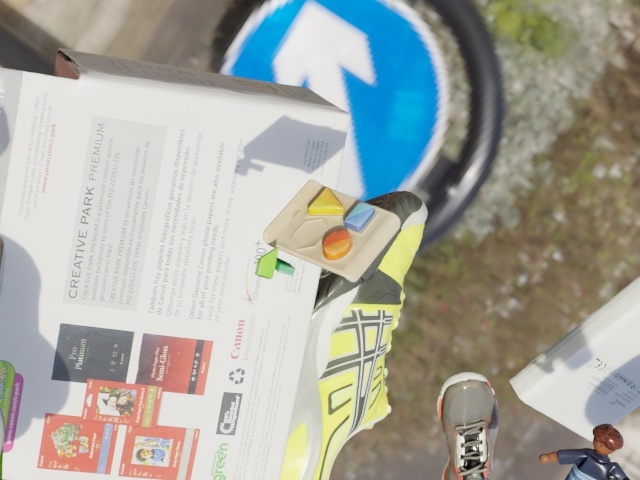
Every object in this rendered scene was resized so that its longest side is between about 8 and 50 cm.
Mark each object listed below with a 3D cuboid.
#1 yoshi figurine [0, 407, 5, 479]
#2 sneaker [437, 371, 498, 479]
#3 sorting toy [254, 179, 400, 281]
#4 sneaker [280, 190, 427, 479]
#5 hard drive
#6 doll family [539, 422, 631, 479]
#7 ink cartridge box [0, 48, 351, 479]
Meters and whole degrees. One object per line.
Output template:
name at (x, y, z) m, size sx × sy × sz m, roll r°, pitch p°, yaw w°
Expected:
yoshi figurine at (-0.271, 0.062, 0.787) m, size 0.203 × 0.362 × 0.203 m, roll -33°, pitch -172°, yaw -27°
sneaker at (0.149, 0.204, 1.526) m, size 0.065 × 0.061 × 0.158 m, roll -104°, pitch -172°, yaw -64°
sorting toy at (0.000, 0.000, 0.886) m, size 0.083 × 0.062 × 0.012 m, roll -49°, pitch 156°, yaw -37°
sneaker at (0.014, 0.117, 1.671) m, size 0.385 × 0.147 × 0.145 m, roll -58°, pitch -157°, yaw -20°
hard drive at (0.396, 0.114, 1.885) m, size 0.307 × 0.040 × 0.203 m, roll -41°, pitch 141°, yaw 15°
doll family at (0.268, 0.221, 1.277) m, size 0.076 × 0.193 × 0.111 m, roll -82°, pitch -171°, yaw -56°
ink cartridge box at (-0.148, 0.024, 1.175) m, size 0.130 × 0.271 × 0.310 m, roll -138°, pitch -122°, yaw -68°
